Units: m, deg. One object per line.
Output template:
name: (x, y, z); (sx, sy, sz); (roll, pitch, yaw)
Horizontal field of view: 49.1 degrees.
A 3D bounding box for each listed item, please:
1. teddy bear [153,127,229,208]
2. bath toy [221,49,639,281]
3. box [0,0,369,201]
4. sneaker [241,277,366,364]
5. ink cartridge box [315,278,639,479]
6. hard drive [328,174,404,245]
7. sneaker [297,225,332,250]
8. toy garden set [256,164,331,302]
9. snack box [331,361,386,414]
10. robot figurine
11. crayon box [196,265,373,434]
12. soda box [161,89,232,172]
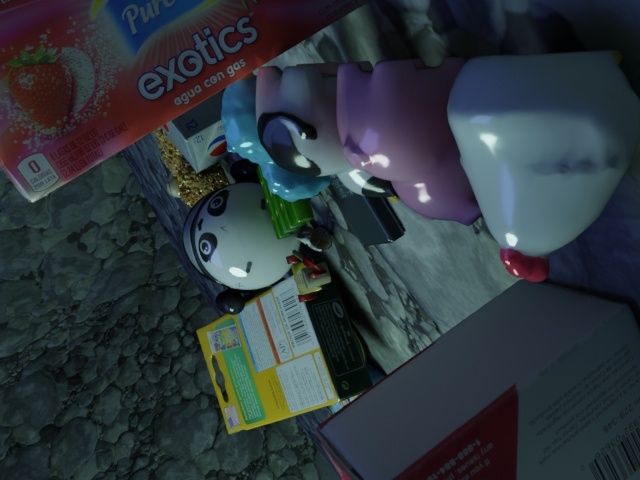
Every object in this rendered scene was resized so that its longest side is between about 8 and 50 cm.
teddy bear: (-0.267, -0.182, 1.328); (0.245, 0.113, 0.338); (54, 165, 17)
bath toy: (0.060, -0.063, 0.490); (0.348, 0.151, 0.129); (19, 115, 57)
box: (-0.134, -0.178, 0.530); (0.154, 0.300, 0.142); (32, 153, 60)
sneaker: (-0.016, 0.153, 1.288); (0.300, 0.111, 0.121); (39, -177, 37)
ink cartridge box: (0.171, 0.218, 0.545); (0.306, 0.226, 0.131); (62, 165, -17)
hard drive: (0.037, -0.056, 0.791); (0.135, 0.022, 0.094); (58, 165, -6)
sneaker: (0.000, 0.000, 1.029); (0.037, 0.032, 0.083); (38, 173, -29)
toy garden set: (-0.023, -0.023, 0.901); (0.244, 0.049, 0.204); (155, 98, -80)
snack box: (0.090, 0.367, 1.313); (0.187, 0.060, 0.322); (27, 134, 61)
robot figurine: (-0.136, -0.007, 1.145); (0.209, 0.173, 0.278); (60, 165, -10)
crayon box: (-0.072, 0.193, 1.179); (0.323, 0.083, 0.203); (-30, 75, 46)
soda box: (-0.236, -0.244, 1.114); (0.286, 0.098, 0.091); (49, 162, 25)
